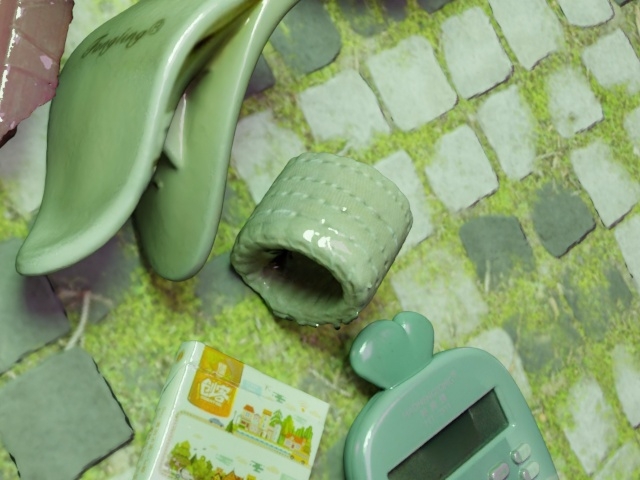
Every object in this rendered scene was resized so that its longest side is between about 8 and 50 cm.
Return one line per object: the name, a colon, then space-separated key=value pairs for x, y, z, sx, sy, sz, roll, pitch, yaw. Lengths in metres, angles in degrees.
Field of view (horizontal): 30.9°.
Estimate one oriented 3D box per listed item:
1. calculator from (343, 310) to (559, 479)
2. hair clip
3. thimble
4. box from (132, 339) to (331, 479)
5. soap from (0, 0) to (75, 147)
calculator: x=0.107 y=0.192 z=0.898 sx=0.185 sy=0.041 sz=0.298 roll=-32 pitch=99 yaw=-36
hair clip: x=-0.106 y=-0.094 z=0.767 sx=0.113 sy=0.172 sz=0.282 roll=24 pitch=77 yaw=-36
thimble: x=0.000 y=0.000 z=0.829 sx=0.102 sy=0.115 sz=0.090 roll=42 pitch=57 yaw=-16
box: x=-0.076 y=0.191 z=0.781 sx=0.122 sy=0.032 sz=0.220 roll=29 pitch=64 yaw=-24
soap: x=-0.248 y=-0.126 z=0.697 sx=0.182 sy=0.112 sz=0.289 roll=15 pitch=70 yaw=-30
